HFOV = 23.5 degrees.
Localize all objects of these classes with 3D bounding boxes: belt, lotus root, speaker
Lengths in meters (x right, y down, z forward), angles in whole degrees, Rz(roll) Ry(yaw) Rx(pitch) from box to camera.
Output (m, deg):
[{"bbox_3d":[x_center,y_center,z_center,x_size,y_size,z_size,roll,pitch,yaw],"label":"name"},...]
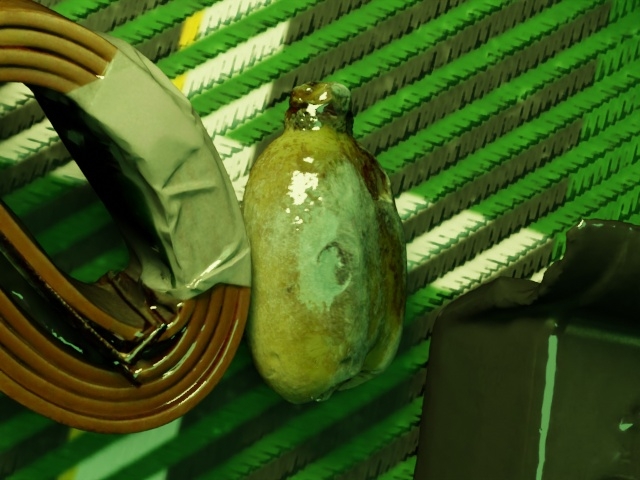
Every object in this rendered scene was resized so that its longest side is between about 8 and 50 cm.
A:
[{"bbox_3d":[-0.145,-0.018,0.844,0.184,0.105,0.261,-44,119,-11],"label":"belt"},{"bbox_3d":[0.000,0.000,0.920,0.113,0.088,0.192,-2,89,-54],"label":"lotus root"},{"bbox_3d":[0.153,0.191,0.899,0.180,0.184,0.388,8,85,-13],"label":"speaker"}]
